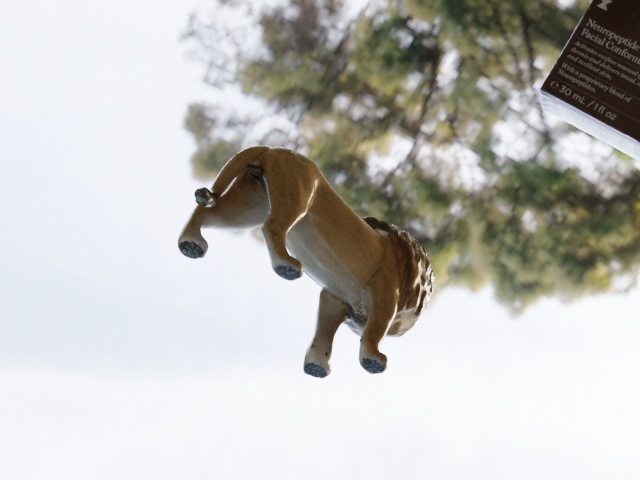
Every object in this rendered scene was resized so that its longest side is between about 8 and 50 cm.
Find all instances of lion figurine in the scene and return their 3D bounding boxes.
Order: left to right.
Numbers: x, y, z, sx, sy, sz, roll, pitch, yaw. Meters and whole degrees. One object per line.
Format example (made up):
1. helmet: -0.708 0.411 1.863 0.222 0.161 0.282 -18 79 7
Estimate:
1. lion figurine: 0.000 0.000 1.697 0.392 0.142 0.240 53 -141 -35

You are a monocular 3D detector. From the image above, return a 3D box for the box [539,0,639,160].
1. box: 0.500 -0.322 2.216 0.191 0.143 0.381 30 -93 15
